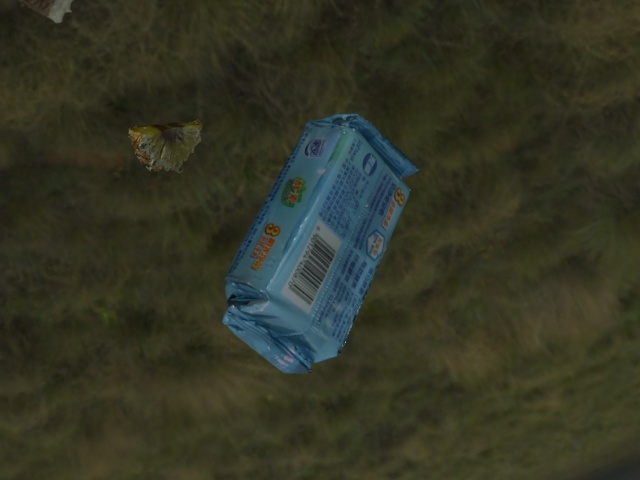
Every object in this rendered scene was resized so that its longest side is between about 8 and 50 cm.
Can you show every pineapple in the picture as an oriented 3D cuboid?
[{"bbox_3d":[-0.137,-0.082,0.850,0.083,0.019,0.045,-14,121,-52],"label":"pineapple"}]

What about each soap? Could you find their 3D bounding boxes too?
[{"bbox_3d":[0.000,0.000,1.077,0.077,0.293,0.156,6,151,43],"label":"soap"}]

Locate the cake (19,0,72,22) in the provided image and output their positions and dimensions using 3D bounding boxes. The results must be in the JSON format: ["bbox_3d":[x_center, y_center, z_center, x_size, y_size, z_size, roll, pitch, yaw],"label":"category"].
[{"bbox_3d":[-0.288,-0.302,0.896,0.135,0.135,0.147,-60,151,5],"label":"cake"}]
